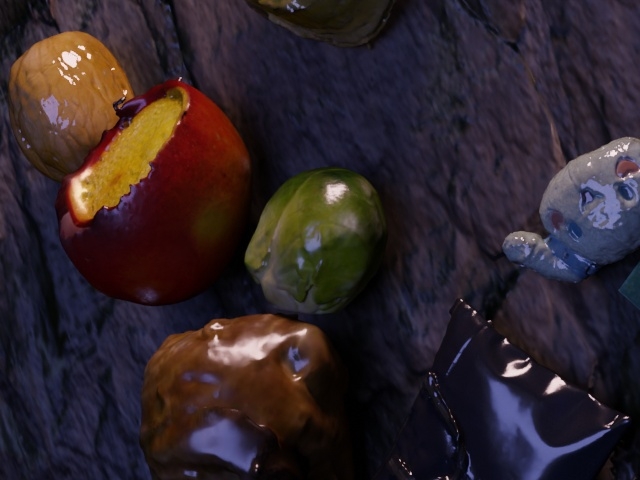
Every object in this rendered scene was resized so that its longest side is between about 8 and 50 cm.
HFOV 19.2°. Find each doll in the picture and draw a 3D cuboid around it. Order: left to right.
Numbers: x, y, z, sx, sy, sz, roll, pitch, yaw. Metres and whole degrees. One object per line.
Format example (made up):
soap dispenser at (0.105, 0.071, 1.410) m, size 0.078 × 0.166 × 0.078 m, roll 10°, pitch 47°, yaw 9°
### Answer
doll at (0.260, -0.033, 1.712) m, size 0.214 × 0.071 × 0.103 m, roll -37°, pitch 74°, yaw 23°

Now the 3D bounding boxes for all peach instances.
peach at (-0.172, -0.053, 1.946) m, size 0.196 × 0.190 × 0.226 m, roll 7°, pitch 109°, yaw 14°

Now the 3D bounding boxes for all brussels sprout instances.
brussels sprout at (0.004, 0.001, 1.869) m, size 0.155 × 0.118 × 0.155 m, roll -18°, pitch 68°, yaw 53°

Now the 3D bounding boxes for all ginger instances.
ginger at (-0.069, 0.195, 1.876) m, size 0.200 × 0.269 × 0.223 m, roll 0°, pitch 50°, yaw 23°

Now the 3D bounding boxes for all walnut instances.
walnut at (-0.270, -0.140, 2.061) m, size 0.144 × 0.144 × 0.180 m, roll -21°, pitch 80°, yaw 34°

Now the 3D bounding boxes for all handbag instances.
handbag at (0.153, 0.210, 1.774) m, size 0.211 × 0.089 × 0.254 m, roll 38°, pitch 114°, yaw 29°

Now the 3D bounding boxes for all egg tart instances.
egg tart at (-0.023, -0.299, 1.887) m, size 0.232 × 0.098 × 0.252 m, roll -37°, pitch 81°, yaw 39°

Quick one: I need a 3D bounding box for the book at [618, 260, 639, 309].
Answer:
book at (0.341, 0.048, 1.681) m, size 0.135 × 0.017 × 0.103 m, roll 46°, pitch 115°, yaw 29°
